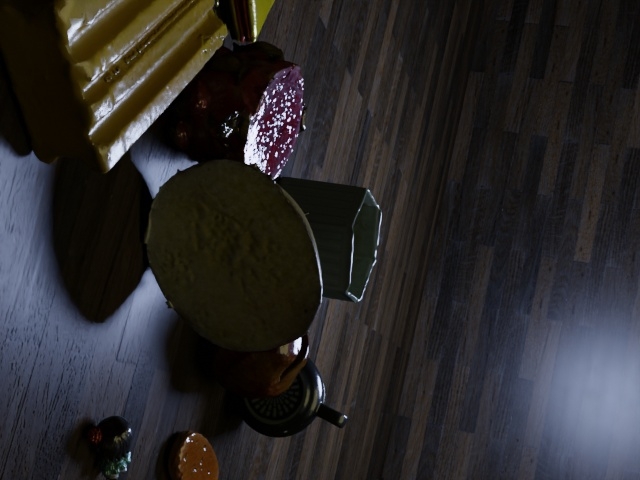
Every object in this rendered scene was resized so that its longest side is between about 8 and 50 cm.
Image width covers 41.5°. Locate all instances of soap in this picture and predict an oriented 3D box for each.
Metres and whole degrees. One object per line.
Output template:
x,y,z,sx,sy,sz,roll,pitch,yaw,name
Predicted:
-0.219,-0.247,0.952,0.324,0.096,0.204,-62,156,-47,soap

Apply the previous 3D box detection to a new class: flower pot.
0.000,0.000,1.654,0.239,0.190,0.209,46,55,-71,flower pot

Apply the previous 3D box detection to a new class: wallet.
-0.114,-0.433,1.260,0.241,0.067,0.141,87,16,-50,wallet

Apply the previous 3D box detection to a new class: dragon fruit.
-0.127,-0.194,1.245,0.282,0.147,0.211,-20,128,-67,dragon fruit

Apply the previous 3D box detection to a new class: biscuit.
-0.232,0.423,1.408,0.186,0.036,0.192,73,32,-52,biscuit

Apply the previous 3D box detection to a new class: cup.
-0.050,0.307,1.629,0.169,0.223,0.176,-63,169,-10,cup

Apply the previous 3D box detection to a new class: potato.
-0.122,0.013,1.213,0.116,0.239,0.299,-88,154,-70,potato

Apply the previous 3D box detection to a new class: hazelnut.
-0.112,0.188,1.471,0.204,0.178,0.178,69,35,-58,hazelnut

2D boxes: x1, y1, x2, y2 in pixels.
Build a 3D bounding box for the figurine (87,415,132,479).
-0.285,0.284,1.147,0.060,0.047,0.106,-19,134,-30,figurine
